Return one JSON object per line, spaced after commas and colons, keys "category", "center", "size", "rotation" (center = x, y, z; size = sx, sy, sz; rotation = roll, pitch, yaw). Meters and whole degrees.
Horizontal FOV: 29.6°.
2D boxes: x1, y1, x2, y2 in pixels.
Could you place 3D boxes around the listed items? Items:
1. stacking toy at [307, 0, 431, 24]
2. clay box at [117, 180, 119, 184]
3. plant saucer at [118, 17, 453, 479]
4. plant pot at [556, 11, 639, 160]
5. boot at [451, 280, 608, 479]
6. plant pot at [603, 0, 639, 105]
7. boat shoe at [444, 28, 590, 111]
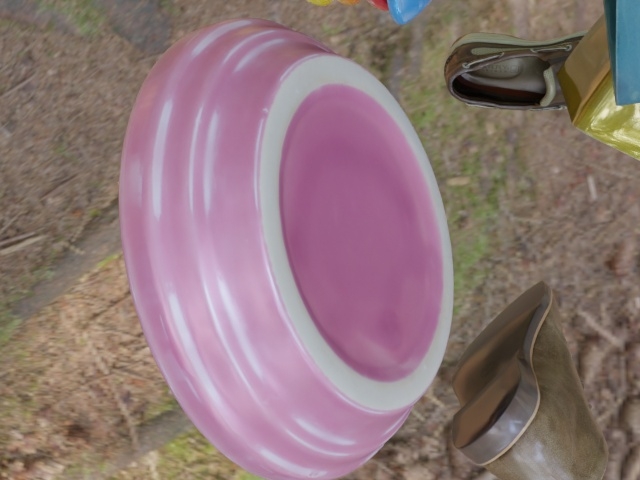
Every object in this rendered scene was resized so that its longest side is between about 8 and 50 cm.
{"category": "stacking toy", "center": [-0.031, -0.322, 1.334], "size": [0.175, 0.302, 0.165], "rotation": [-59, 140, -57]}
{"category": "clay box", "center": [-0.114, -0.058, 1.273], "size": [0.127, 0.222, 0.053], "rotation": [53, 29, -4]}
{"category": "plant saucer", "center": [0.000, 0.000, 0.849], "size": [0.332, 0.084, 0.332], "rotation": [27, 57, -52]}
{"category": "plant pot", "center": [0.363, -0.166, 1.113], "size": [0.212, 0.212, 0.187], "rotation": [25, 111, -3]}
{"category": "boot", "center": [0.192, 0.136, 1.087], "size": [0.115, 0.112, 0.305], "rotation": [40, 24, -6]}
{"category": "plant pot", "center": [0.321, -0.215, 0.853], "size": [0.234, 0.165, 0.165], "rotation": [-3, 48, 10]}
{"category": "boat shoe", "center": [0.265, -0.179, 1.356], "size": [0.095, 0.258, 0.095], "rotation": [-64, 150, -54]}
